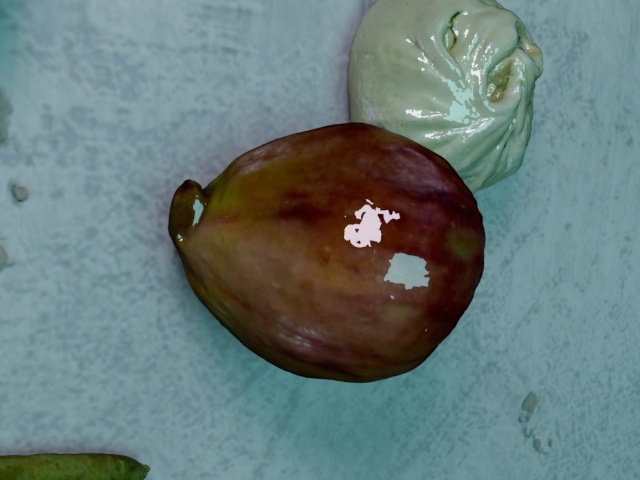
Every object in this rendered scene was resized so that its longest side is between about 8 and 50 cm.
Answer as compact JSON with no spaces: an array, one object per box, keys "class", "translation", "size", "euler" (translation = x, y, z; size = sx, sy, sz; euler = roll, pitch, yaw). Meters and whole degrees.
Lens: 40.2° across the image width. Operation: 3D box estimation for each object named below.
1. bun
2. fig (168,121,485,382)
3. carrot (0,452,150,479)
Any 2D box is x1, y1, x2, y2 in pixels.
[{"class":"bun","translation":[0.136,-0.145,0.851],"size":[0.231,0.133,0.231],"euler":[-6,101,-30]},{"class":"fig","translation":[0.011,0.006,0.755],"size":[0.224,0.263,0.224],"euler":[-2,90,-72]},{"class":"carrot","translation":[-0.307,0.213,0.703],"size":[0.358,0.074,0.074],"euler":[-2,102,-32]}]
